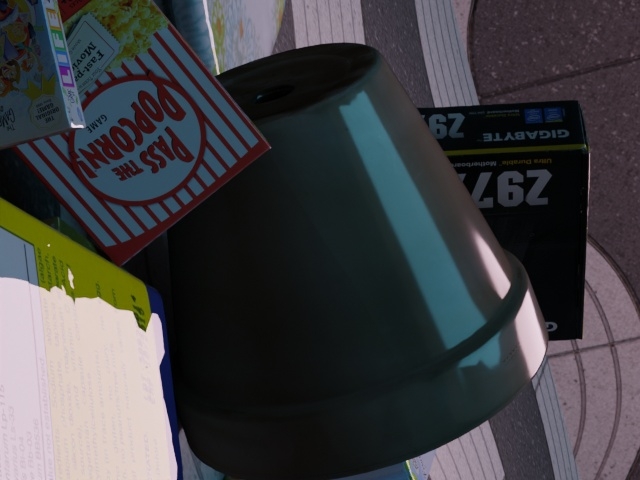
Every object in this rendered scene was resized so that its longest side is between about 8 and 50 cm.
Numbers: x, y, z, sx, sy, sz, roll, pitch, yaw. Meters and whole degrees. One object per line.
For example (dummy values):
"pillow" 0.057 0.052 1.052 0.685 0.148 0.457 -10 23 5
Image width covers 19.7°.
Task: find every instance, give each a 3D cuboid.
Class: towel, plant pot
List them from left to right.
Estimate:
"towel" -0.116 -0.292 1.732 0.320 0.090 0.374 -70 155 -57
"plant pot" 0.000 0.000 1.522 0.323 0.323 0.280 -70 145 -63

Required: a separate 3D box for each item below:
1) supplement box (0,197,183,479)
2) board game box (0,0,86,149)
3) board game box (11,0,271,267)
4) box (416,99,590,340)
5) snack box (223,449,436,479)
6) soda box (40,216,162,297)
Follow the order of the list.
"supplement box" -0.226 0.092 0.928 0.356 0.195 0.194 40 39 -65
"board game box" -0.230 -0.102 1.141 0.026 0.154 0.103 -10 87 -74
"board game box" -0.152 -0.098 1.333 0.193 0.147 0.045 50 3 -26
"box" 0.093 -0.008 1.764 0.079 0.322 0.257 -89 175 -48
"snack box" 0.018 0.191 1.719 0.207 0.174 0.070 -56 128 -68
"soda box" -0.178 0.047 1.375 0.181 0.058 0.061 47 33 -61
